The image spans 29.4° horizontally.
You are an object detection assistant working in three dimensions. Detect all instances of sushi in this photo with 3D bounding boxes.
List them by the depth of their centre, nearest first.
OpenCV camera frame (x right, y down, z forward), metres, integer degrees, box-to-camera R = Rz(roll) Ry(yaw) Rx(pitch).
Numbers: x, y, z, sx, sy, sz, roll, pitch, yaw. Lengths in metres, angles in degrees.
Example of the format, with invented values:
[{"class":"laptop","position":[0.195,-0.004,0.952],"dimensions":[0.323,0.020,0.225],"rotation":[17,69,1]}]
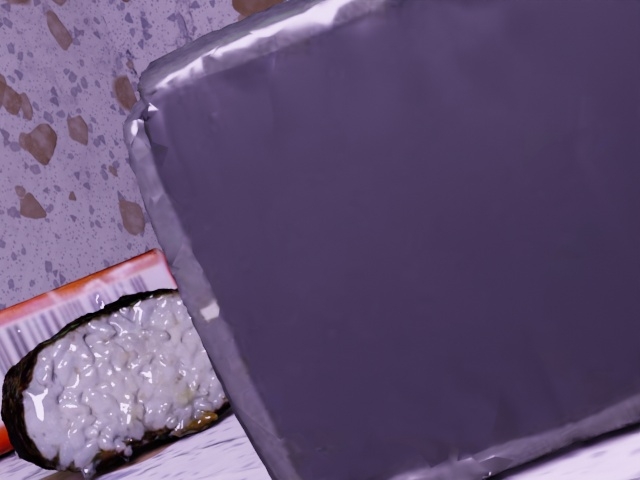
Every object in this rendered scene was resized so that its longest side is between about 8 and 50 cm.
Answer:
[{"class":"sushi","position":[-0.110,0.078,0.710],"dimensions":[0.150,0.090,0.078],"rotation":[-25,0,-25]}]

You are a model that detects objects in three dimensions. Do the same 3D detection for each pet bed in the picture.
[{"class":"pet bed","position":[0.057,-0.019,0.441],"dimensions":[0.211,0.183,0.159],"rotation":[-24,9,6]}]

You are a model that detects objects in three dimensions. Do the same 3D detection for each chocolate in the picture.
[{"class":"chocolate","position":[-0.239,0.102,1.025],"dimensions":[0.237,0.108,0.235],"rotation":[-25,3,-29]}]
